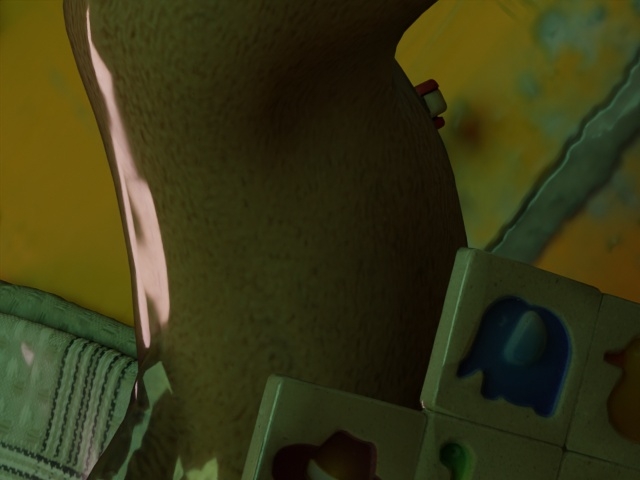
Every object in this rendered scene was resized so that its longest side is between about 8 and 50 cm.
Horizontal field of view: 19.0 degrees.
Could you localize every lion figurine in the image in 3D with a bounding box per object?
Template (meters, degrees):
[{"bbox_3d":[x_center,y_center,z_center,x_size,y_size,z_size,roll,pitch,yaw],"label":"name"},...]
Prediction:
[{"bbox_3d":[0.000,0.000,0.507,0.142,0.240,0.392,7,112,51],"label":"lion figurine"}]

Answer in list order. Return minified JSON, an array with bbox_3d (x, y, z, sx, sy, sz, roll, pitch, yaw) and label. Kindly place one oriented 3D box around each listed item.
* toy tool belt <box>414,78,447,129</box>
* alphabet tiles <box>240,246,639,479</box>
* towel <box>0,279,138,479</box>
[{"bbox_3d":[0.020,-0.020,0.692,0.083,0.052,0.051,-26,92,37],"label":"toy tool belt"},{"bbox_3d":[0.075,0.117,0.472,0.009,0.237,0.198,6,80,62],"label":"alphabet tiles"},{"bbox_3d":[-0.107,0.185,0.729,0.324,0.056,0.312,15,87,44],"label":"towel"}]
